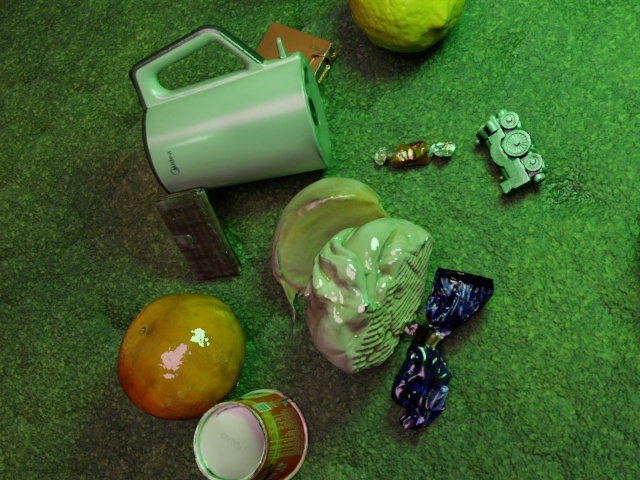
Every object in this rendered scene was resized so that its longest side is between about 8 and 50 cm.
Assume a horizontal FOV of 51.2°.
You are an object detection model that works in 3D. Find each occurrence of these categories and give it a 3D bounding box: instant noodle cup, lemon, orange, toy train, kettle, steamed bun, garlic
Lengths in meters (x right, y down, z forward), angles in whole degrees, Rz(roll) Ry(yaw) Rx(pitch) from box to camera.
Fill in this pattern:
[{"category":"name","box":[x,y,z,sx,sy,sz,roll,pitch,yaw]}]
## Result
[{"category":"instant noodle cup","box":[-0.151,0.413,1.383,0.214,0.174,0.213,-5,76,19]},{"category":"lemon","box":[0.181,-0.549,1.459,0.254,0.253,0.310,-36,52,9]},{"category":"orange","box":[-0.299,0.243,1.437,0.284,0.226,0.283,-20,48,24]},{"category":"toy train","box":[0.396,-0.185,1.391,0.105,0.071,0.178,-32,70,22]},{"category":"kettle","box":[-0.199,-0.289,1.467,0.377,0.250,0.360,-13,118,11]},{"category":"steamed bun","box":[0.076,0.097,1.344,0.206,0.275,0.320,25,50,35]},{"category":"garlic","box":[-0.018,-0.001,1.461,0.196,0.151,0.338,44,95,10]}]

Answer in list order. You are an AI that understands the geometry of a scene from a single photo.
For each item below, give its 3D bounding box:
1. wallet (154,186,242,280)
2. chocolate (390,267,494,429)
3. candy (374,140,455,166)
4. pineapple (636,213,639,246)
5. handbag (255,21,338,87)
[{"category":"wallet","box":[-0.275,-0.011,1.525,0.125,0.230,0.042,-11,34,19]},{"category":"chocolate","box":[0.223,0.212,1.342,0.149,0.126,0.343,22,93,-14]},{"category":"candy","box":[0.204,-0.192,1.471,0.182,0.046,0.053,-4,74,21]},{"category":"pineapple","box":[0.683,0.086,1.161,0.223,0.223,0.356,-7,83,18]},{"category":"handbag","box":[-0.066,-0.441,1.620,0.190,0.063,0.127,28,87,26]}]
